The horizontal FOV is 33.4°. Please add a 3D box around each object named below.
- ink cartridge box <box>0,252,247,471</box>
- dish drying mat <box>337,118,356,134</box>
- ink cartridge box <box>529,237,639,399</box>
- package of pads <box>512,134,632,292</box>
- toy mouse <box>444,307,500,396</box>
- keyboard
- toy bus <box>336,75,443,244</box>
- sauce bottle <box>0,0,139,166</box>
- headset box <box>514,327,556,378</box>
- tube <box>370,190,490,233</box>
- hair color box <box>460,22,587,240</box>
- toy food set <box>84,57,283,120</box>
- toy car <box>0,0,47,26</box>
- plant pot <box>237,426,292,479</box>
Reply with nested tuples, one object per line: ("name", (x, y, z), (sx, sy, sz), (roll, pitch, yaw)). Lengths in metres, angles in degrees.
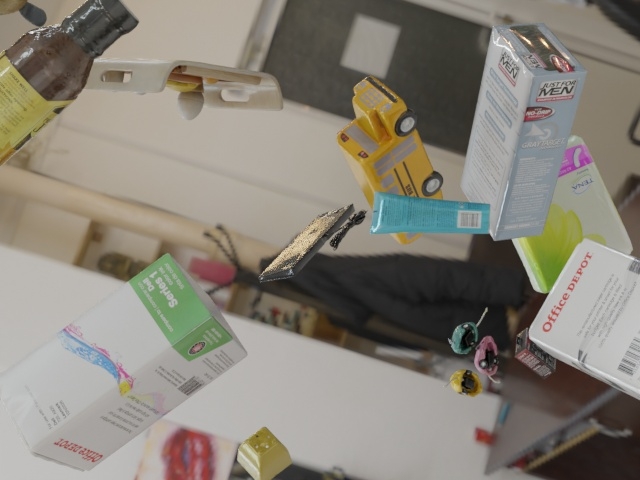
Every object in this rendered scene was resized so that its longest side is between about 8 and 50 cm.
("ink cartridge box", (-0.256, 0.167, 1.404), (0.278, 0.117, 0.201), (-36, -21, -4))
("dish drying mat", (0.075, -0.236, 2.223), (0.083, 0.032, 0.008), (-36, 18, 28))
("ink cartridge box", (0.510, 0.141, 1.733), (0.115, 0.273, 0.198), (35, -96, -47))
("package of pads", (0.525, -0.060, 2.340), (0.101, 0.229, 0.296), (140, 107, -83))
("toy mouse", (0.237, 0.173, 1.665), (0.161, 0.031, 0.143), (24, -109, -45))
("keyboard", (0.000, 0.000, 2.523), (0.201, 0.033, 0.317), (-17, 20, 39))
("toy bus", (0.129, -0.143, 1.957), (0.130, 0.108, 0.332), (-38, -40, -5))
("sauce bottle", (-0.389, -0.202, 1.413), (0.344, 0.111, 0.111), (-40, 2, 4))
("headset box", (0.396, 0.207, 1.978), (0.032, 0.083, 0.062), (-45, 16, 35))
("tube", (0.193, -0.043, 1.870), (0.052, 0.207, 0.080), (76, -160, -65))
("hair color box", (0.378, -0.204, 2.039), (0.185, 0.114, 0.374), (-114, 22, -47))
("toy food set", (-0.243, -0.256, 1.837), (0.306, 0.220, 0.092), (-2, -81, -53))
("toy car", (-0.501, -0.386, 1.620), (0.188, 0.149, 0.155), (-5, -82, -47))
("plant pot", (-0.113, 0.414, 2.098), (0.081, 0.081, 0.083), (-35, -32, -23))
